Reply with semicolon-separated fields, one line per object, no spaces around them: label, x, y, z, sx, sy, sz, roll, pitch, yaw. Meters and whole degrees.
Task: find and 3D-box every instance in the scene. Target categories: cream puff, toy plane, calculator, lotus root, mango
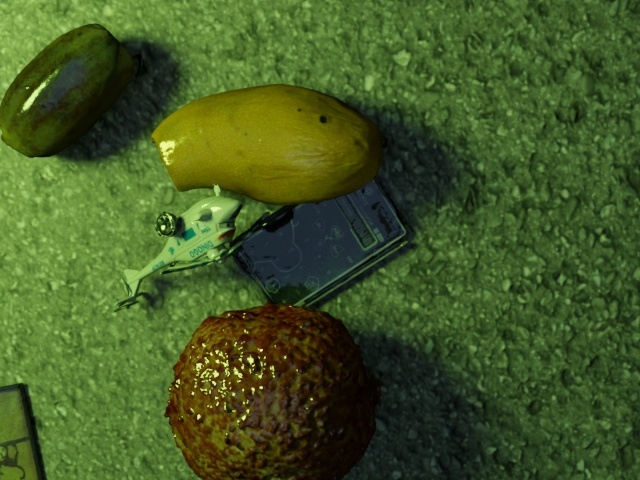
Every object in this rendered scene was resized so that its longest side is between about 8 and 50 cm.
cream puff;-0.072;0.255;1.080;0.350;0.229;0.351;-1;102;-3
toy plane;-0.213;0.010;1.086;0.182;0.273;0.107;-25;87;-43
calculator;0.000;0.000;1.156;0.274;0.028;0.166;-33;97;2
lotus root;-0.385;-0.224;1.071;0.124;0.123;0.241;44;91;3
mango;-0.079;-0.148;1.075;0.359;0.144;0.187;8;77;2

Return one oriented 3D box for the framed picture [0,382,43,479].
framed picture;-0.589;0.424;1.158;0.255;0.014;0.339;-10;98;-17
